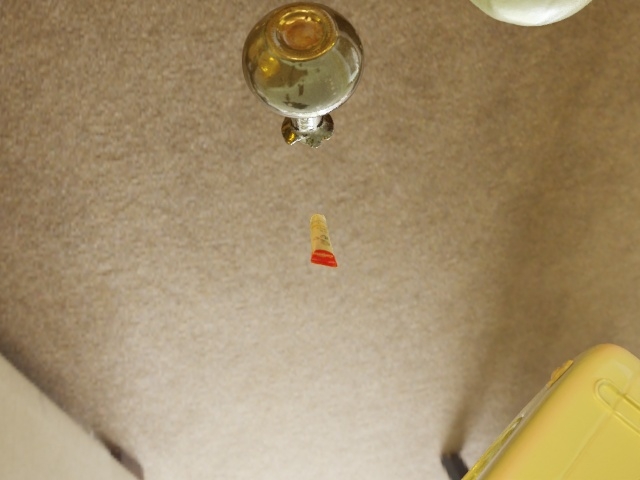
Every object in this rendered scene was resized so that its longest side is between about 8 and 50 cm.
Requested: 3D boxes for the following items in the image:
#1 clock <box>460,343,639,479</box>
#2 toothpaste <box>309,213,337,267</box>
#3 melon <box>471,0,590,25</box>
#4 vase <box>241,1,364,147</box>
[{"bbox_3d":[0.069,0.136,0.419,0.151,0.062,0.191,-40,164,-37],"label":"clock"},{"bbox_3d":[0.000,0.000,1.818,0.048,0.190,0.031,11,114,-10],"label":"toothpaste"},{"bbox_3d":[0.276,-0.426,1.258,0.272,0.272,0.308,-14,107,0],"label":"melon"},{"bbox_3d":[-0.016,-0.157,1.027,0.120,0.120,0.183,-10,154,-4],"label":"vase"}]
